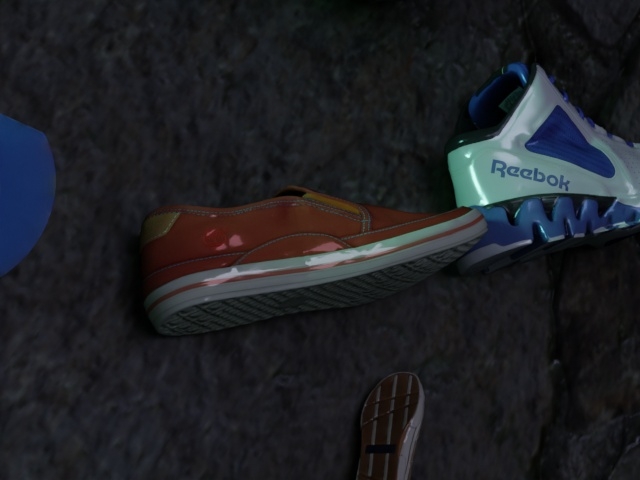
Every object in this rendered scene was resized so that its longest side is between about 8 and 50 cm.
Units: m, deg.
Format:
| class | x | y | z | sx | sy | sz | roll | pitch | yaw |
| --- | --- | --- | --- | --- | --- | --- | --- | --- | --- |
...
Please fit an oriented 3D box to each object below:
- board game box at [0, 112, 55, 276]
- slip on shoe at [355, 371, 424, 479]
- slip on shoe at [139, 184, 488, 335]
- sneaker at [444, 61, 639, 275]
| class | x | y | z | sx | sy | sz | roll | pitch | yaw |
| --- | --- | --- | --- | --- | --- | --- | --- | --- | --- |
| board game box | -0.275 | -0.044 | 1.110 | 0.169 | 0.033 | 0.133 | 24 | 101 | -30 |
| slip on shoe | 0.059 | 0.173 | 1.297 | 0.041 | 0.051 | 0.135 | 70 | 24 | -48 |
| slip on shoe | 0.000 | 0.000 | 1.275 | 0.331 | 0.123 | 0.101 | -8 | 70 | -32 |
| sneaker | 0.236 | -0.084 | 1.479 | 0.315 | 0.127 | 0.182 | -10 | 80 | -37 |
